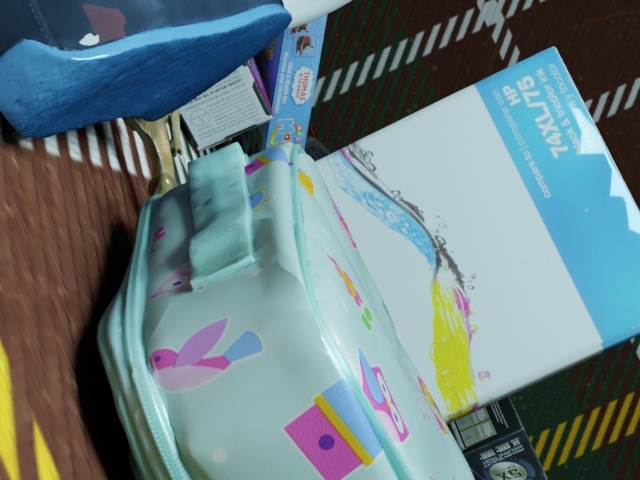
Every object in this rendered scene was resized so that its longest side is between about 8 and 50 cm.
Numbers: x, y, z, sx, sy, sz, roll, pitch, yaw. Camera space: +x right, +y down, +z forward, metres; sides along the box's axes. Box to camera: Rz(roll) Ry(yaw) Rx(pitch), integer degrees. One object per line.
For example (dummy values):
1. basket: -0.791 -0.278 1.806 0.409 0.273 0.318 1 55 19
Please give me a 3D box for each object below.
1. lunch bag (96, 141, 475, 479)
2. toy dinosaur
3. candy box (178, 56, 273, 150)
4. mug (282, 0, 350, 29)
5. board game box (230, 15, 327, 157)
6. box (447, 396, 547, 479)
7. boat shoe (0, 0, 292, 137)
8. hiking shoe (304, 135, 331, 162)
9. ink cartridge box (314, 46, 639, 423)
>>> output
1. lunch bag: -0.010 0.076 0.627 0.224 0.108 0.279 61 4 -17
2. toy dinosaur: -0.108 -0.097 0.757 0.092 0.053 0.183 -98 164 -70
3. candy box: -0.122 -0.207 1.077 0.159 0.071 0.233 -108 174 -57
4. mug: -0.035 -0.293 0.844 0.374 0.276 0.328 6 54 -41
5. board game box: -0.040 -0.129 1.190 0.160 0.039 0.211 -108 -157 -56
6. box: 0.095 0.156 1.218 0.180 0.147 0.077 -110 174 -52
7. boat shoe: -0.083 -0.114 0.639 0.089 0.109 0.258 53 13 3
8. hiking shoe: 0.000 0.000 1.503 0.114 0.086 0.226 108 -35 -76
9. ink cartridge box: 0.085 0.023 0.995 0.197 0.270 0.198 65 4 7
